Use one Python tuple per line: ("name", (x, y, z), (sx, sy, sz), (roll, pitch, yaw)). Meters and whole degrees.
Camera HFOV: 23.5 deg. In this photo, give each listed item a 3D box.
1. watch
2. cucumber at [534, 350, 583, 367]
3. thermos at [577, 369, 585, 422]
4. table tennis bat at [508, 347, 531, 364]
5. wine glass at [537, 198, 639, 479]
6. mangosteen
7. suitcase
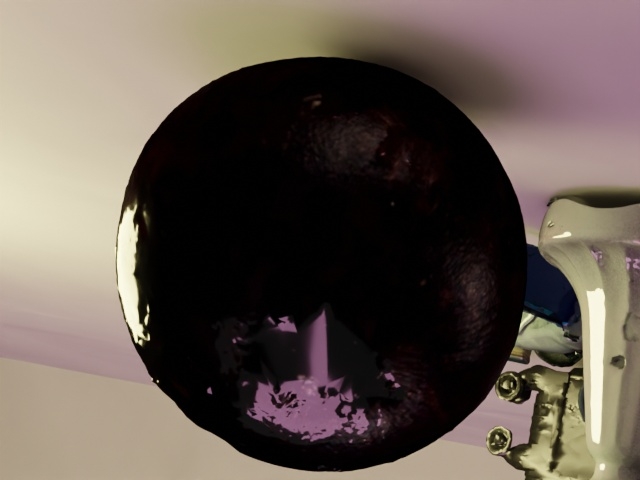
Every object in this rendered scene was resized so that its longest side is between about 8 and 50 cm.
("watch", (0.054, 0.026, 1.155), (0.275, 0.068, 0.276), (16, 170, -24))
("cucumber", (0.190, 0.068, 1.261), (0.048, 0.048, 0.105), (13, -169, -4))
("thermos", (0.328, 0.144, 1.213), (0.287, 0.145, 0.182), (32, 140, -15))
("table tennis bat", (0.085, 0.091, 1.601), (0.274, 0.021, 0.154), (10, 170, 21))
("wine glass", (0.200, 0.081, 0.939), (0.165, 0.196, 0.165), (11, 167, 3))
("mangosteen", (0.000, 0.000, 0.795), (0.211, 0.211, 0.250), (13, -159, -6))
("suitcase", (0.409, 0.244, 1.577), (0.434, 0.194, 0.283), (2, 165, 39))
